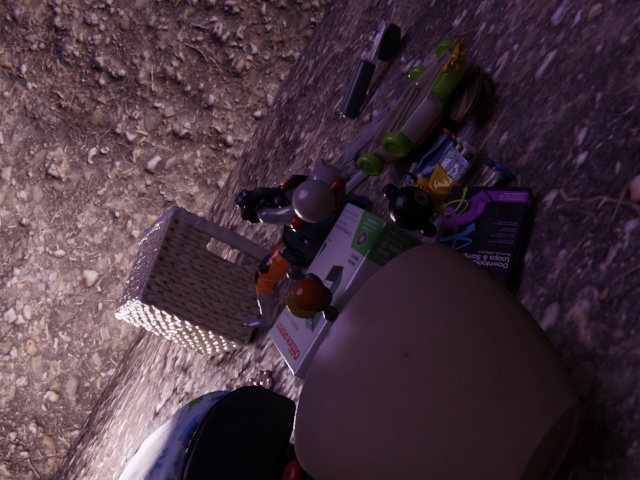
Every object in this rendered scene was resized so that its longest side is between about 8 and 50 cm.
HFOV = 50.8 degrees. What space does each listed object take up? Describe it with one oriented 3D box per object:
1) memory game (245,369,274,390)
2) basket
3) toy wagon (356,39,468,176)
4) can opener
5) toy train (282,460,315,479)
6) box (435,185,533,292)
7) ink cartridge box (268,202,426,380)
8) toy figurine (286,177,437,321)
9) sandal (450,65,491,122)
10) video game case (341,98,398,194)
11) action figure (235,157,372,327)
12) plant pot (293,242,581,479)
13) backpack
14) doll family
[{"bbox_3d":[-0.153,0.363,1.452,0.186,0.012,0.186,-50,21,27],"label":"memory game"},{"bbox_3d":[-0.336,0.122,1.785,0.331,0.328,0.266,-24,42,59],"label":"basket"},{"bbox_3d":[0.197,-0.268,1.317,0.267,0.068,0.344,-60,11,-20],"label":"toy wagon"},{"bbox_3d":[0.133,-0.457,1.822,0.280,0.093,0.074,-65,16,14],"label":"can opener"},{"bbox_3d":[0.044,0.299,0.868,0.248,0.105,0.143,-168,95,-70],"label":"toy train"},{"bbox_3d":[0.219,-0.003,0.929,0.116,0.029,0.162,3,61,31],"label":"box"},{"bbox_3d":[0.049,0.099,1.152,0.289,0.122,0.211,-59,19,1],"label":"ink cartridge box"},{"bbox_3d":[0.056,0.017,0.963,0.148,0.213,0.209,8,-91,-85],"label":"toy figurine"},{"bbox_3d":[0.280,-0.262,1.217,0.072,0.049,0.180,-51,6,36],"label":"sandal"},{"bbox_3d":[0.114,-0.217,1.599,0.201,0.023,0.183,-40,28,43],"label":"video game case"},{"bbox_3d":[0.000,0.000,1.324,0.178,0.341,0.330,39,126,40],"label":"action figure"},{"bbox_3d":[0.141,0.168,0.674,0.191,0.284,0.284,28,88,36],"label":"plant pot"},{"bbox_3d":[-0.223,0.431,1.218,0.355,0.273,0.290,116,178,-53],"label":"backpack"},{"bbox_3d":[0.183,-0.097,1.102,0.163,0.118,0.263,-56,20,14],"label":"doll family"}]
